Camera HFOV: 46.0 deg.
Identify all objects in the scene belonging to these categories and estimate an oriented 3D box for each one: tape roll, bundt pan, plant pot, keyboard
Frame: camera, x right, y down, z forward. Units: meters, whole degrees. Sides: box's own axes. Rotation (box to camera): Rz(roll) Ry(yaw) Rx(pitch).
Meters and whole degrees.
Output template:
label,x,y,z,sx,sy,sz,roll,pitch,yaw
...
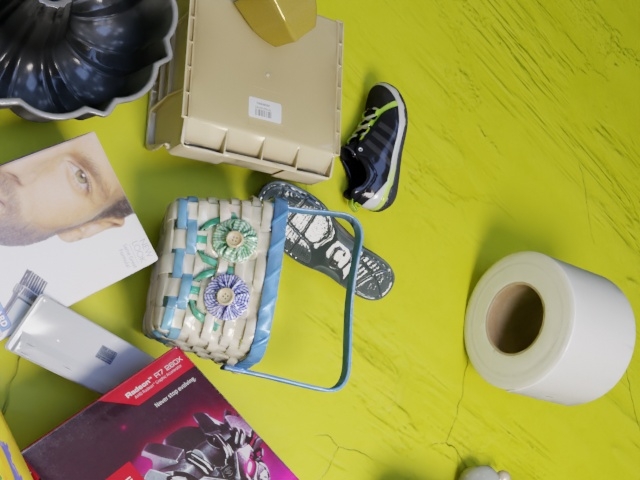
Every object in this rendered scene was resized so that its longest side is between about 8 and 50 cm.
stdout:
label,x,y,z,sx,sy,sz,roll,pitch,yaw
tape roll,0.397,0.154,1.328,0.169,0.246,0.246,19,72,-32
bundt pan,-0.356,-0.295,0.952,0.330,0.124,0.331,8,77,-34
plant pot,-0.053,-0.320,1.050,0.081,0.081,0.083,-46,120,-32
keyboard,-0.271,0.149,0.932,0.256,0.014,0.072,46,65,-48

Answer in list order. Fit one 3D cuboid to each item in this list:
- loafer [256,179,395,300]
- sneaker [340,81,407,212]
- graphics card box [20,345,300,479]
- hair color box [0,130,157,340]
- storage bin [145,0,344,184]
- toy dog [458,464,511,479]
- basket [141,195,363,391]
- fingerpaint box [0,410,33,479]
label,x,y,z,sx,sy,sz,roll,pitch,yaw
loafer,0.000,0.000,1.192,0.267,0.084,0.096,40,93,-19
sneaker,0.083,-0.161,1.261,0.097,0.084,0.235,11,76,-32
graphics card box,-0.140,0.323,0.858,0.371,0.094,0.232,46,47,12
hair color box,-0.387,0.019,0.886,0.338,0.110,0.185,-31,99,-36
storage bin,-0.106,-0.227,1.118,0.262,0.123,0.260,10,76,-34
toy dog,0.367,0.537,1.270,0.161,0.220,0.334,-16,96,-20
basket,-0.084,0.068,1.029,0.288,0.201,0.255,11,75,-23
fingerpaint box,-0.525,0.131,0.660,0.371,0.163,0.445,-24,96,-10
